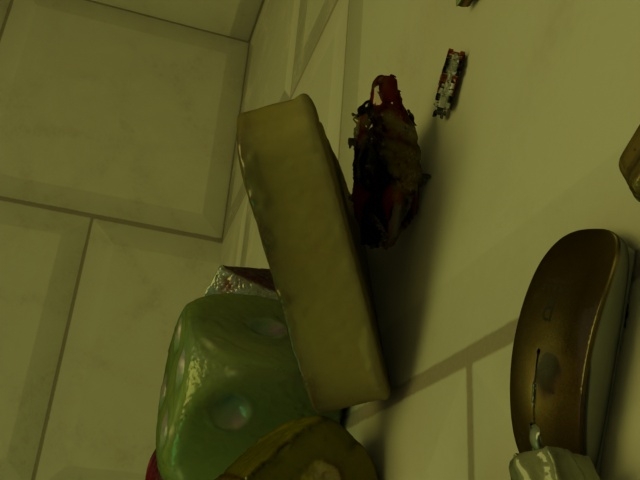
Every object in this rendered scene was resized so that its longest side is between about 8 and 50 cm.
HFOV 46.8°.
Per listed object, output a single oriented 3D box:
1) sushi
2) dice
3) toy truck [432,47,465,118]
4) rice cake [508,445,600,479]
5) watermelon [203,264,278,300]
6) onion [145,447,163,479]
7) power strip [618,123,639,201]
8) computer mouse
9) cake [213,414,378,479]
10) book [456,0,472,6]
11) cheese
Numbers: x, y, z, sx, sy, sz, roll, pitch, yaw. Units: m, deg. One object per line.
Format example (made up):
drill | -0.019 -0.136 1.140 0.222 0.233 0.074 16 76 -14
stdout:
sushi | 0.086 -0.099 0.954 0.103 0.097 0.226 178 95 -75
dice | -0.113 0.243 1.153 0.252 0.254 0.250 -115 38 -65
toy truck | 0.156 -0.192 0.909 0.032 0.024 0.083 -18 -57 -81
rice cake | 0.169 0.241 0.431 0.057 0.052 0.256 100 164 -49
watermelon | -0.152 0.166 1.482 0.262 0.201 0.213 -122 54 -75
onion | -0.200 0.450 1.375 0.230 0.256 0.273 100 158 -81
power strip | 0.257 -0.137 0.396 0.044 0.064 0.305 -92 19 -55
computer mouse | 0.182 0.088 0.554 0.102 0.044 0.199 -172 93 -77
cake | -0.045 0.342 0.887 0.260 0.179 0.156 -37 2 -26
book | 0.224 -0.427 0.826 0.289 0.026 0.201 129 148 -60
cheese | -0.001 -0.001 1.001 0.384 0.104 0.384 -14 -90 -83
